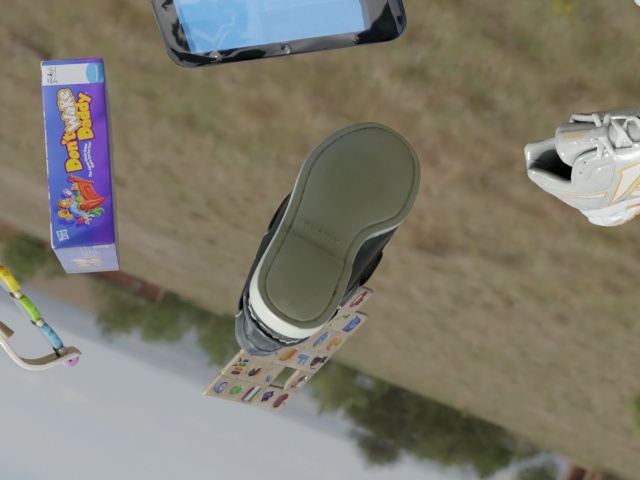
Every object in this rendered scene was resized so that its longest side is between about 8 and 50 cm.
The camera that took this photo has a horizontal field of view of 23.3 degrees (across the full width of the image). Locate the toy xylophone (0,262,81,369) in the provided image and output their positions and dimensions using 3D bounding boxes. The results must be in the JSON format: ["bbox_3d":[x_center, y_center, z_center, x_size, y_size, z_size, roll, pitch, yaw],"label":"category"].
[{"bbox_3d":[-0.469,0.058,2.192,0.322,0.081,0.236,56,167,-17],"label":"toy xylophone"}]

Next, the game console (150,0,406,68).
[{"bbox_3d":[-0.084,-0.291,1.650,0.293,0.173,0.250,-6,179,20],"label":"game console"}]

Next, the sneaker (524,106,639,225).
[{"bbox_3d":[0.288,-0.084,1.439,0.121,0.099,0.262,19,155,-24],"label":"sneaker"}]

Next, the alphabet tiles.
[{"bbox_3d":[-0.033,0.143,2.159,0.009,0.237,0.198,50,-165,30],"label":"alphabet tiles"}]

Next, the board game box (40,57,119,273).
[{"bbox_3d":[-0.314,-0.088,2.059,0.078,0.233,0.347,-3,174,-7],"label":"board game box"}]

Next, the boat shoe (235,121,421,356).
[{"bbox_3d":[0.003,0.003,1.653,0.127,0.340,0.113,32,135,-6],"label":"boat shoe"}]

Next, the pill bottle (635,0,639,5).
[{"bbox_3d":[0.407,-0.210,1.388,0.229,0.131,0.131,30,173,-8],"label":"pill bottle"}]
